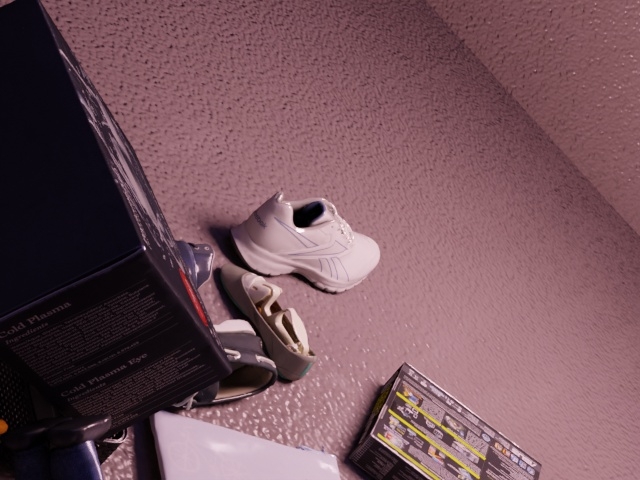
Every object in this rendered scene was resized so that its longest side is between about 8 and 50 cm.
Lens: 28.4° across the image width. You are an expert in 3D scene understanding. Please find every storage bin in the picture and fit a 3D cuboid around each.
[{"bbox_3d":[-0.306,0.174,1.438,0.122,0.084,0.180,14,40,-41],"label":"storage bin"}]

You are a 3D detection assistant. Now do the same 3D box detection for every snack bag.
[{"bbox_3d":[-0.068,0.365,1.537,0.323,0.037,0.343,22,33,-35],"label":"snack bag"}]

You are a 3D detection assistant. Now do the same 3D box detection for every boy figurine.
[{"bbox_3d":[-0.230,0.316,1.232,0.092,0.177,0.285,-12,91,-66],"label":"boy figurine"}]

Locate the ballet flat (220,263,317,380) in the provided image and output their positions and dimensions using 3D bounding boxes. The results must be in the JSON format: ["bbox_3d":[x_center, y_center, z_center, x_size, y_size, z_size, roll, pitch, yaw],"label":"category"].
[{"bbox_3d":[-0.070,0.104,1.836,0.072,0.068,0.213,-1,52,-52],"label":"ballet flat"}]

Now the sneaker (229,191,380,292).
[{"bbox_3d":[0.000,0.000,1.995,0.297,0.129,0.111,9,42,-47],"label":"sneaker"}]

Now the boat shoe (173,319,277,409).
[{"bbox_3d":[-0.157,0.164,1.602,0.091,0.114,0.302,50,29,20],"label":"boat shoe"}]

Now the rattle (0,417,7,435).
[{"bbox_3d":[-0.397,0.144,1.314,0.130,0.143,0.200,2,54,-18],"label":"rattle"}]

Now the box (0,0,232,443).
[{"bbox_3d":[-0.266,-0.015,1.318,0.343,0.179,0.312,62,-1,29],"label":"box"}]

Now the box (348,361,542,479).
[{"bbox_3d":[0.189,0.325,1.858,0.270,0.060,0.216,37,30,-1],"label":"box"}]

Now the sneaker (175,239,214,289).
[{"bbox_3d":[-0.240,-0.005,1.732,0.163,0.086,0.226,-3,62,-39],"label":"sneaker"}]
